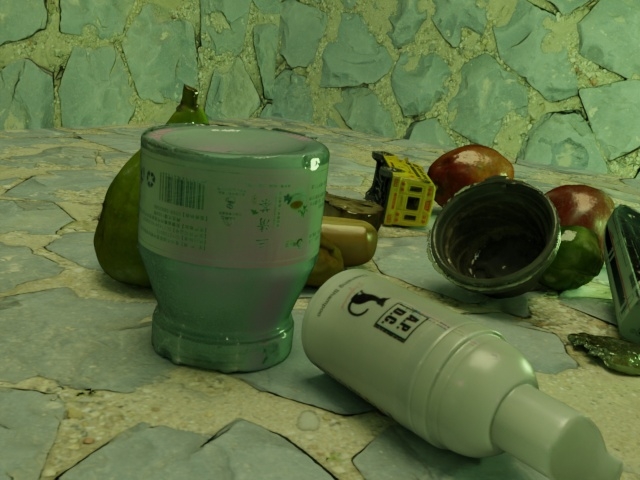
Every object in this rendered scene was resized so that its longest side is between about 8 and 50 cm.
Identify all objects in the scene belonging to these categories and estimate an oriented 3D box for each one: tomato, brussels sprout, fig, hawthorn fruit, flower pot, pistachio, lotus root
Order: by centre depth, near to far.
[{"bbox_3d":[-0.231,-0.064,1.140,0.233,0.314,0.233,31,20,-12],"label":"fig"},{"bbox_3d":[-0.053,0.027,1.213,0.190,0.100,0.110,9,19,7],"label":"pistachio"},{"bbox_3d":[0.321,0.015,1.251,0.236,0.235,0.140,17,-23,33],"label":"flower pot"},{"bbox_3d":[0.472,0.039,1.342,0.155,0.155,0.117,6,51,-2],"label":"brussels sprout"},{"bbox_3d":[0.586,-0.050,1.573,0.181,0.155,0.214,17,11,-26],"label":"tomato"},{"bbox_3d":[0.062,-0.064,1.639,0.170,0.074,0.260,4,14,-12],"label":"lotus root"},{"bbox_3d":[0.384,-0.158,1.864,0.262,0.210,0.210,-4,18,-33],"label":"hawthorn fruit"}]

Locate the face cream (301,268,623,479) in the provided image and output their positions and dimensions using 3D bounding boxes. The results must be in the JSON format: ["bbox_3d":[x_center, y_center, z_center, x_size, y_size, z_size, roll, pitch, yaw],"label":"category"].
[{"bbox_3d":[0.143,0.151,0.763,0.145,0.145,0.370,-6,19,-38],"label":"face cream"}]

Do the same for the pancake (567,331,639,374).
[{"bbox_3d":[0.448,0.168,1.054,0.116,0.022,0.129,6,15,-9],"label":"pancake"}]

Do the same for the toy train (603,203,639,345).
[{"bbox_3d":[0.570,0.050,1.260,0.087,0.088,0.407,23,30,5],"label":"toy train"}]

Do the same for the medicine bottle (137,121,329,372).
[{"bbox_3d":[-0.121,0.004,0.924,0.245,0.289,0.245,6,17,-2],"label":"medicine bottle"}]

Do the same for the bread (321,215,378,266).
[{"bbox_3d":[0.000,0.000,1.329,0.217,0.098,0.147,7,3,7],"label":"bread"}]

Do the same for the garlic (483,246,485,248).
[{"bbox_3d":[0.394,-0.026,1.571,0.194,0.127,0.131,-1,11,43],"label":"garlic"}]

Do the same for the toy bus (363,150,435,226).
[{"bbox_3d":[0.207,-0.140,1.837,0.152,0.144,0.330,8,17,-3],"label":"toy bus"}]
